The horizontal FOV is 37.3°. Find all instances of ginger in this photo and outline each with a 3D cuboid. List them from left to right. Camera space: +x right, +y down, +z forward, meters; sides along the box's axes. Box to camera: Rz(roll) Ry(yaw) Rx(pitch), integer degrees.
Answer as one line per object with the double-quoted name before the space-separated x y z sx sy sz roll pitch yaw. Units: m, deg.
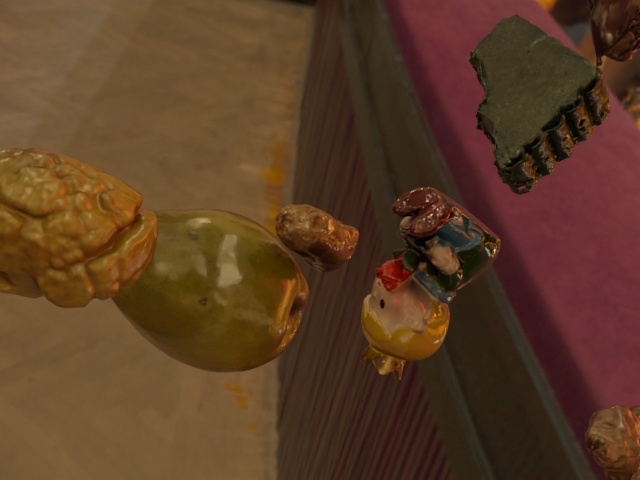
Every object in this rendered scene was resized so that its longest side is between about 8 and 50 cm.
"ginger" -0.002 -0.001 1.376 0.095 0.068 0.190 6 -16 29
"ginger" 0.347 0.226 1.025 0.084 0.122 0.290 40 11 29

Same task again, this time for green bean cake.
"green bean cake" 0.280 -0.194 1.343 0.208 0.193 0.107 49 8 36

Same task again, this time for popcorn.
"popcorn" -0.305 -0.025 1.122 0.226 0.200 0.203 -13 22 13

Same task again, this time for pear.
"pear" -0.173 0.072 1.440 0.307 0.252 0.253 13 29 13

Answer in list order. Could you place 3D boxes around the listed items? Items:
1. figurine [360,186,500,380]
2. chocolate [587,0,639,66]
"figurine" 0.110 0.057 1.177 0.185 0.234 0.127 26 21 -54
"chocolate" 0.254 -0.231 0.576 0.065 0.329 0.102 7 65 -9
